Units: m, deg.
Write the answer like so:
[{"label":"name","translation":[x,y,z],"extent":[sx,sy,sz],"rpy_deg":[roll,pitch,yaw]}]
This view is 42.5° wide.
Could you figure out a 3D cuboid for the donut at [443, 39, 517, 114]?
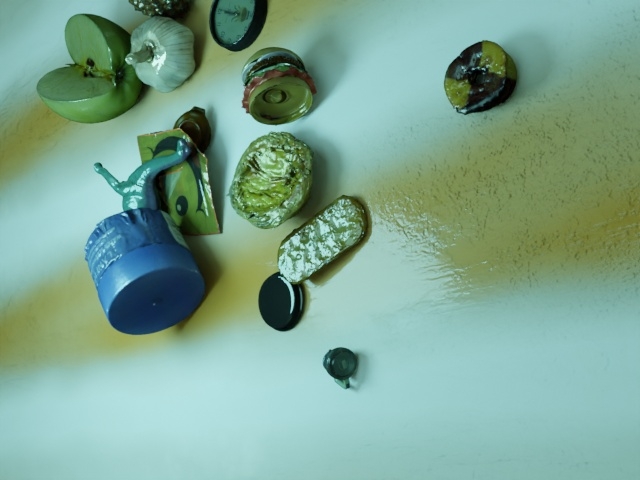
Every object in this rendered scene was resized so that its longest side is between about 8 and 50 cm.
[{"label":"donut","translation":[0.295,-0.294,1.509],"extent":[0.140,0.059,0.140],"rpy_deg":[-7,80,44]}]

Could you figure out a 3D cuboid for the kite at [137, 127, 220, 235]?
[{"label":"kite","translation":[-0.373,-0.130,2.106],"extent":[0.377,0.013,0.327],"rpy_deg":[49,131,19]}]

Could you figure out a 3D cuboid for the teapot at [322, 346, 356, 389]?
[{"label":"teapot","translation":[0.037,0.260,1.684],"extent":[0.057,0.066,0.088],"rpy_deg":[2,109,63]}]

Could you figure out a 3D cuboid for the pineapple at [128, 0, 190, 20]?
[{"label":"pineapple","translation":[-0.440,-0.660,2.169],"extent":[0.166,0.193,0.166],"rpy_deg":[2,93,45]}]

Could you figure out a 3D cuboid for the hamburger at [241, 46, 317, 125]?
[{"label":"hamburger","translation":[-0.097,-0.352,1.824],"extent":[0.175,0.175,0.137],"rpy_deg":[-33,57,36]}]

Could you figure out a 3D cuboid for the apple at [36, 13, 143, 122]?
[{"label":"apple","translation":[-0.614,-0.460,2.281],"extent":[0.258,0.233,0.295],"rpy_deg":[19,88,32]}]

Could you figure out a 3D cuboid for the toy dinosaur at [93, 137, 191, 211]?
[{"label":"toy dinosaur","translation":[-0.429,-0.074,2.118],"extent":[0.331,0.129,0.383],"rpy_deg":[6,110,36]}]

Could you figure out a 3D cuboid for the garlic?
[{"label":"garlic","translation":[-0.439,-0.470,2.112],"extent":[0.199,0.226,0.199],"rpy_deg":[9,112,24]}]

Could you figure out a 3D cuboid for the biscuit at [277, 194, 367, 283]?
[{"label":"biscuit","translation":[0.000,0.000,1.759],"extent":[0.247,0.029,0.118],"rpy_deg":[-36,64,26]}]

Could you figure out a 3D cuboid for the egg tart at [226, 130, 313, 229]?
[{"label":"egg tart","translation":[-0.098,-0.128,1.841],"extent":[0.252,0.098,0.232],"rpy_deg":[-9,72,39]}]

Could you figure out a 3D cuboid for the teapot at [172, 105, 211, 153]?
[{"label":"teapot","translation":[-0.323,-0.275,2.090],"extent":[0.098,0.078,0.129],"rpy_deg":[14,106,3]}]

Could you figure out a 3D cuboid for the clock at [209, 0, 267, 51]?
[{"label":"clock","translation":[-0.208,-0.562,2.039],"extent":[0.184,0.040,0.184],"rpy_deg":[-7,79,42]}]

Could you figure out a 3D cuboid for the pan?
[{"label":"pan","translation":[-0.082,0.087,1.836],"extent":[0.136,0.028,0.235],"rpy_deg":[15,94,43]}]

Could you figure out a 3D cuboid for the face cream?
[{"label":"face cream","translation":[-0.436,0.073,2.025],"extent":[0.249,0.249,0.225],"rpy_deg":[-53,50,25]}]
